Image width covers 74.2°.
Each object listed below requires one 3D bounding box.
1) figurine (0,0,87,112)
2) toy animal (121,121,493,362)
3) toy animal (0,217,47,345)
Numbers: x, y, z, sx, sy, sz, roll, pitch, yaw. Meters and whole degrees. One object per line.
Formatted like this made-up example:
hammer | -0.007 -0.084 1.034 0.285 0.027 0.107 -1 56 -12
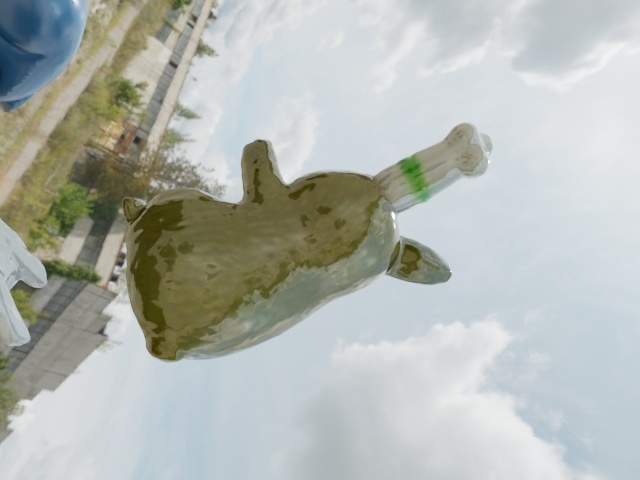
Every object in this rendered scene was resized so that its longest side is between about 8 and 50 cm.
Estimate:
figurine | -0.408 -0.177 0.358 0.243 0.417 0.297 110 -10 -52
toy animal | -0.013 -0.006 0.451 0.363 0.181 0.180 -23 -145 -10
toy animal | -0.347 0.076 0.302 0.283 0.138 0.140 -36 -140 -3
